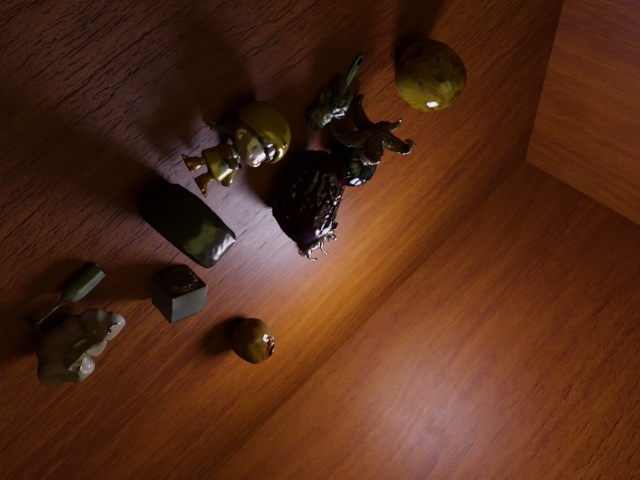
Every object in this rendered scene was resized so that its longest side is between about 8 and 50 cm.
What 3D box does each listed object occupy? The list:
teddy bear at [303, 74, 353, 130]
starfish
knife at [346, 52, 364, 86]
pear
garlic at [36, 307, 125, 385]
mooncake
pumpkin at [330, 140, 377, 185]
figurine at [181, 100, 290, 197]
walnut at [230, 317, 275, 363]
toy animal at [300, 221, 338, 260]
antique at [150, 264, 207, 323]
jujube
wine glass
[{"bbox_3d":[0.047,-0.477,1.733,0.213,0.111,0.133,-47,135,-4],"label":"teddy bear"},{"bbox_3d":[0.206,-0.424,1.860,0.312,0.303,0.113,-24,162,-22],"label":"starfish"},{"bbox_3d":[0.075,-0.551,1.792,0.045,0.019,0.312,8,120,-49],"label":"knife"},{"bbox_3d":[0.429,-0.648,1.909,0.281,0.281,0.280,-35,148,-25],"label":"pear"},{"bbox_3d":[-0.770,0.327,1.523,0.280,0.185,0.203,-60,-177,-21],"label":"garlic"},{"bbox_3d":[-0.396,-0.049,1.470,0.155,0.285,0.284,-51,152,-9],"label":"mooncake"},{"bbox_3d":[0.135,-0.328,1.968,0.221,0.162,0.220,-12,107,-46],"label":"pumpkin"},{"bbox_3d":[-0.251,-0.288,1.491,0.344,0.187,0.215,-34,158,-14],"label":"figurine"},{"bbox_3d":[-0.324,0.483,2.316,0.203,0.203,0.297,-38,151,-19],"label":"walnut"},{"bbox_3d":[0.000,0.000,2.277,0.214,0.094,0.185,-29,138,-18],"label":"toy animal"},{"bbox_3d":[-0.509,0.185,1.731,0.152,0.147,0.147,-21,140,-43],"label":"antique"},{"bbox_3d":[-0.042,-0.168,1.872,0.259,0.258,0.376,-5,123,-53],"label":"jujube"},{"bbox_3d":[-0.754,0.167,1.449,0.262,0.074,0.074,-44,151,-12],"label":"wine glass"}]
